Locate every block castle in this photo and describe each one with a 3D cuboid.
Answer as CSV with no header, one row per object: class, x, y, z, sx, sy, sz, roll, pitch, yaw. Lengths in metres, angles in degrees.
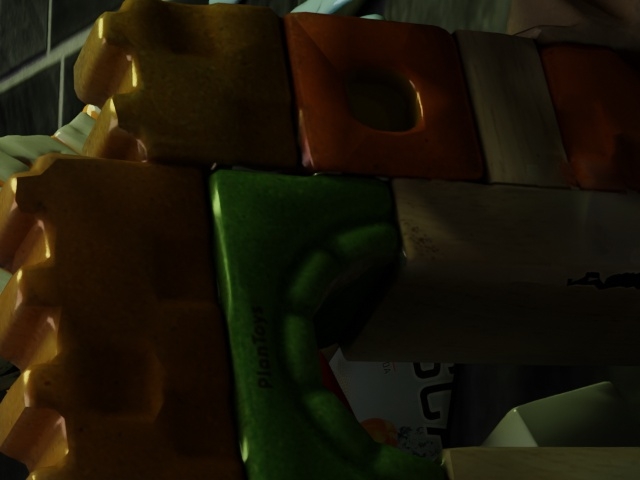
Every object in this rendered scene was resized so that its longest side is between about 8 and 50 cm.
block castle,0.057,-0.024,0.404,0.303,0.213,0.453,121,145,-52

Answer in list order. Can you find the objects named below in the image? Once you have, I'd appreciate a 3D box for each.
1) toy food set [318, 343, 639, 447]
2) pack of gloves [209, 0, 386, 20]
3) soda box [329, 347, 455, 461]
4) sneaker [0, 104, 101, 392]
toy food set,0.022,0.079,0.588,0.232,0.111,0.104,60,143,24
pack of gloves,-0.031,-0.117,0.886,0.232,0.046,0.195,150,121,-66
soda box,0.015,0.038,0.725,0.063,0.058,0.183,-144,59,-65
sneaker,-0.083,0.013,0.576,0.084,0.215,0.083,35,120,21
